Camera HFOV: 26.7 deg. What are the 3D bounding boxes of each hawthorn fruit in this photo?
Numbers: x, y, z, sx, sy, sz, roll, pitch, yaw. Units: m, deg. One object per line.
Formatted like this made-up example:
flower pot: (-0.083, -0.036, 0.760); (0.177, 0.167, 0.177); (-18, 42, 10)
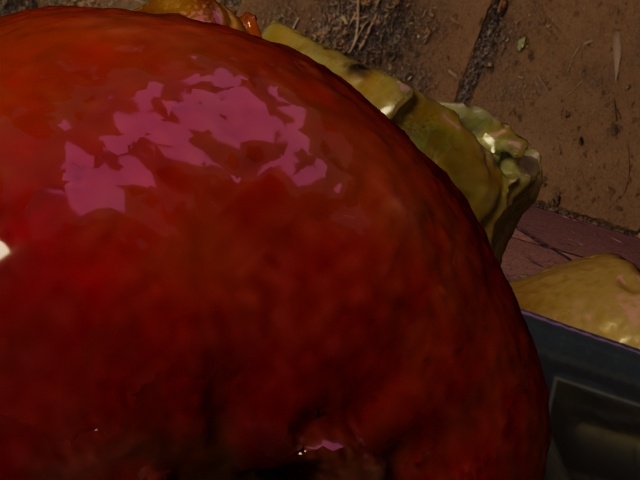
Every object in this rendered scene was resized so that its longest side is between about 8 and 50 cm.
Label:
hawthorn fruit: (-0.075, 0.049, 0.474); (0.265, 0.265, 0.307); (14, 5, -27)

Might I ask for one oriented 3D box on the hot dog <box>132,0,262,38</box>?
hot dog: (-0.157, -0.054, 0.871); (0.348, 0.158, 0.117); (-12, -48, 48)

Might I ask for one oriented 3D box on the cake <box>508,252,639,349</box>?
cake: (0.138, 0.125, 0.778); (0.208, 0.178, 0.185); (58, -3, -2)

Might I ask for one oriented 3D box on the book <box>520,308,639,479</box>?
book: (0.189, 0.156, 0.643); (0.269, 0.191, 0.025); (19, -26, -1)

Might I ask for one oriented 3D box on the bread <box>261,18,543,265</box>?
bread: (0.005, 0.002, 0.914); (0.238, 0.252, 0.196); (21, 5, -16)
